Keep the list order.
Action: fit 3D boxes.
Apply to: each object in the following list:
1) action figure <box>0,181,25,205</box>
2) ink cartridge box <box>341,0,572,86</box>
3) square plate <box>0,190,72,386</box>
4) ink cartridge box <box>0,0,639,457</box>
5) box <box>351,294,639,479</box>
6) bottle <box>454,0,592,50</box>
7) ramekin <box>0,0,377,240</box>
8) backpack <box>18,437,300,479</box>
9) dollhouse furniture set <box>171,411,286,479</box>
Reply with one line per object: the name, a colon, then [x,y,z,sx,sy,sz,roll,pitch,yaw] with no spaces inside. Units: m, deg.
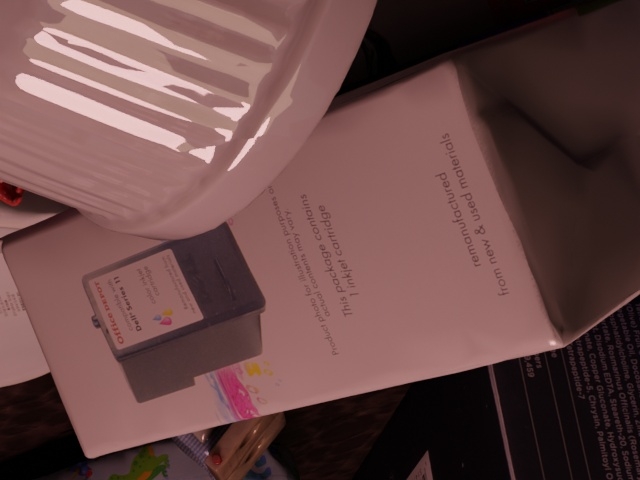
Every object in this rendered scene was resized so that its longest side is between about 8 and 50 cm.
action figure: [-0.105,-0.070,0.667,0.280,0.139,0.091,4,150,-34]
ink cartridge box: [0.014,-0.130,0.623,0.150,0.109,0.063,-19,158,10]
square plate: [-0.285,0.040,0.913,0.344,0.049,0.347,-10,157,-10]
ink cartridge box: [0.000,0.000,0.716,0.353,0.119,0.207,-18,-175,42]
box: [0.213,0.176,0.987,0.312,0.179,0.343,-2,152,-14]
bottle: [0.156,-0.111,0.779,0.283,0.092,0.118,-33,158,37]
ramekin: [-0.076,-0.112,0.503,0.109,0.207,0.207,15,144,-35]
backpack: [-0.168,0.292,1.361,0.355,0.273,0.290,-36,145,17]
dollhouse furniture set: [-0.130,0.145,0.996,0.184,0.129,0.129,-52,169,-13]
